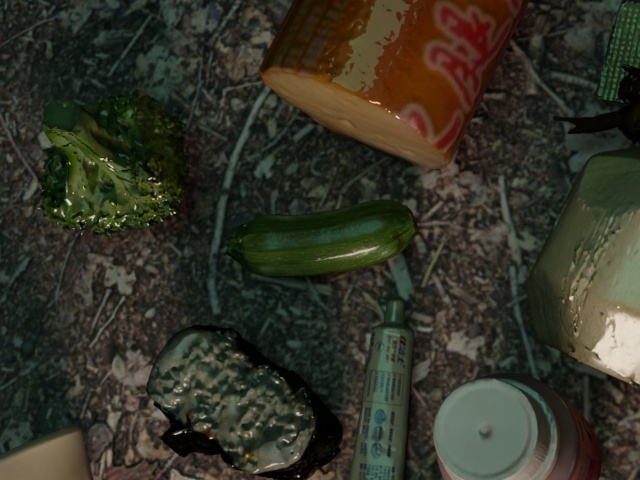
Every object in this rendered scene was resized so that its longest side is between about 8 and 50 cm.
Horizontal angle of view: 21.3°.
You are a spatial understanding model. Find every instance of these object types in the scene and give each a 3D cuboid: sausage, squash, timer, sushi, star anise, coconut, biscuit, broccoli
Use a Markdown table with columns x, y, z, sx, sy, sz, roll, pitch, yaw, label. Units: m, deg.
| x | y | z | sx | sy | sz | roll | pitch | yaw | label |
| --- | --- | --- | --- | --- | --- | --- | --- | --- | --- |
| 0.098 | -0.248 | 1.829 | 0.233 | 0.233 | 0.287 | 26 | 86 | 23 | sausage |
| 0.000 | 0.000 | 1.881 | 0.219 | 0.068 | 0.077 | -5 | 83 | 17 | squash |
| -0.293 | 0.357 | 1.861 | 0.175 | 0.175 | 0.266 | -25 | 85 | 11 | timer |
| -0.084 | 0.188 | 1.835 | 0.212 | 0.115 | 0.147 | 29 | 83 | 25 | sushi |
| 0.330 | -0.123 | 1.770 | 0.140 | 0.158 | 0.144 | 61 | 140 | 25 | star anise |
| 0.335 | 0.020 | 1.668 | 0.245 | 0.245 | 0.247 | 25 | 90 | 23 | coconut |
| 0.403 | -0.187 | 1.809 | 0.199 | 0.040 | 0.121 | 13 | 84 | 22 | biscuit |
| -0.250 | -0.098 | 1.927 | 0.219 | 0.194 | 0.194 | 26 | 85 | 29 | broccoli |

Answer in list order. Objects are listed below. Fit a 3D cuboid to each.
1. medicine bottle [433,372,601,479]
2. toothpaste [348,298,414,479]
| x | y | z | sx | sy | sz | roll | pitch | yaw | label |
| --- | --- | --- | --- | --- | --- | --- | --- | --- | --- |
| 0.188 | 0.203 | 1.664 | 0.147 | 0.247 | 0.147 | -5 | 74 | 17 | medicine bottle |
| 0.067 | 0.195 | 1.818 | 0.069 | 0.047 | 0.268 | 7 | 80 | 1 | toothpaste |
